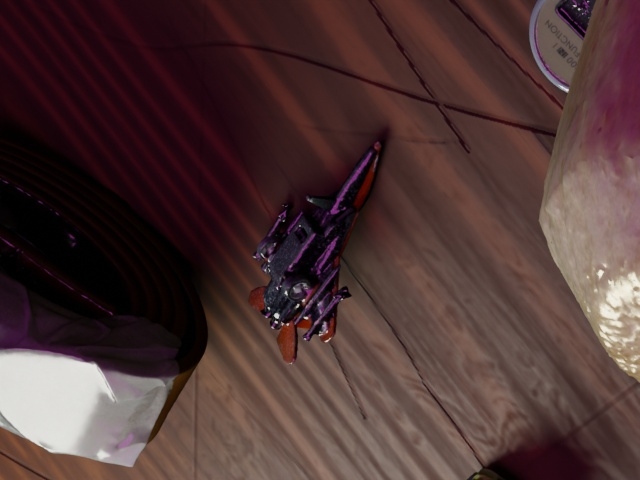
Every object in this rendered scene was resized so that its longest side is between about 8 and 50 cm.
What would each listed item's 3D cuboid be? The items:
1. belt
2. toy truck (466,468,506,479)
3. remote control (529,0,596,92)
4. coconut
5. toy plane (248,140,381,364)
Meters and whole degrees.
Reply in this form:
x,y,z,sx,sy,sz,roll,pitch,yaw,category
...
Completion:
x,y,z,sx,sy,sz,roll,pitch,yaw,category
-0.247,0.040,1.467,0.338,0.217,0.122,37,127,16,belt
0.097,0.278,1.379,0.085,0.116,0.191,39,128,15,toy truck
0.224,-0.190,1.137,0.087,0.047,0.244,45,128,8,remote control
0.277,-0.061,1.011,0.328,0.329,0.329,15,117,31,coconut
-0.003,0.000,1.373,0.130,0.061,0.189,57,134,44,toy plane
